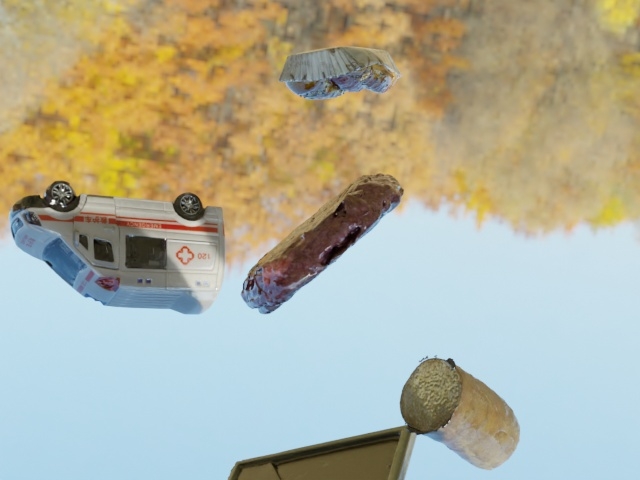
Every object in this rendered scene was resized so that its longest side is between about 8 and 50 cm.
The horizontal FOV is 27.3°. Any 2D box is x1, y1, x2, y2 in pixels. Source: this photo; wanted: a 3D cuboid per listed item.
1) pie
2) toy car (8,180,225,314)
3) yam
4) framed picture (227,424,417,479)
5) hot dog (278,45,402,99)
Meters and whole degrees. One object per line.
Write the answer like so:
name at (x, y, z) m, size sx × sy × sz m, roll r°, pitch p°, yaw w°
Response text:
pie at (0.000, 0.000, 0.948) m, size 0.038 × 0.153 × 0.153 m, roll 49°, pitch -165°, yaw -1°
toy car at (-0.196, 0.011, 1.274) m, size 0.209 × 0.108 × 0.089 m, roll 5°, pitch 159°, yaw -24°
yam at (0.142, 0.176, 1.334) m, size 0.084 × 0.084 × 0.127 m, roll 22°, pitch 170°, yaw 44°
framed picture at (-0.031, 0.307, 1.375) m, size 0.232 × 0.024 × 0.315 m, roll -15°, pitch -158°, yaw 21°
hot dog at (0.026, -0.178, 1.411) m, size 0.099 × 0.053 × 0.192 m, roll -3°, pitch -177°, yaw 22°
